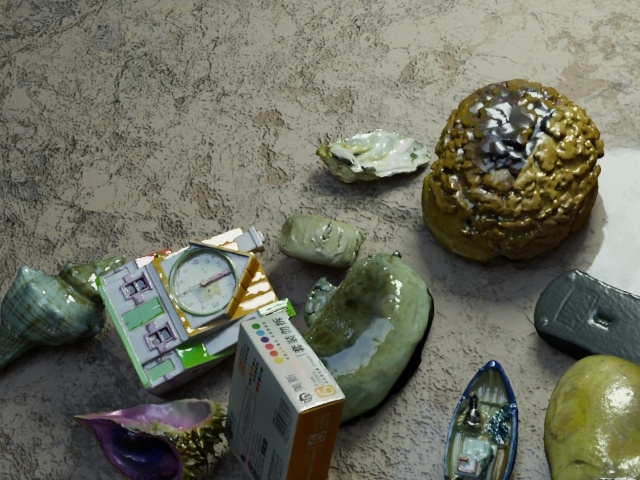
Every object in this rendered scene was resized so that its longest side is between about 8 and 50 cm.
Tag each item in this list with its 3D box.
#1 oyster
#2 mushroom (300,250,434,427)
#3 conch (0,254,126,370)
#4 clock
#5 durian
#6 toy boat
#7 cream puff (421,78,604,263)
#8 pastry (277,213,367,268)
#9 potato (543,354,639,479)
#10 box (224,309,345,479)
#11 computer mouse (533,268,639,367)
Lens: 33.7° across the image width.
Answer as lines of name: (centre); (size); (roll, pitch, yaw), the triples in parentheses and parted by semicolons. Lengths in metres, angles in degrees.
oyster: (0.108, -0.154, 2.065); (0.209, 0.072, 0.133); (-11, 49, -13)
mushroom: (0.055, 0.163, 1.840); (0.344, 0.130, 0.247); (-41, 69, -12)
conch: (-0.542, 0.128, 2.034); (0.386, 0.169, 0.203); (-22, 27, -1)
clock: (-0.219, 0.106, 1.922); (0.309, 0.166, 0.235); (-28, 75, -4)
durian: (-0.261, 0.337, 1.830); (0.186, 0.153, 0.260); (-40, 32, -26)
toy boat: (0.258, 0.321, 1.700); (0.114, 0.115, 0.262); (6, 62, 20)
cream puff: (0.332, -0.132, 1.882); (0.343, 0.231, 0.327); (-23, 60, 3)
pastry: (0.000, 0.000, 1.955); (0.166, 0.166, 0.088); (13, 91, 23)
potato: (0.443, 0.302, 1.610); (0.229, 0.229, 0.266); (-6, 50, 14)
box: (-0.067, 0.287, 1.719); (0.091, 0.274, 0.221); (-12, 44, -28)
computer mouse: (0.486, 0.150, 1.751); (0.270, 0.086, 0.137); (25, 76, 36)
